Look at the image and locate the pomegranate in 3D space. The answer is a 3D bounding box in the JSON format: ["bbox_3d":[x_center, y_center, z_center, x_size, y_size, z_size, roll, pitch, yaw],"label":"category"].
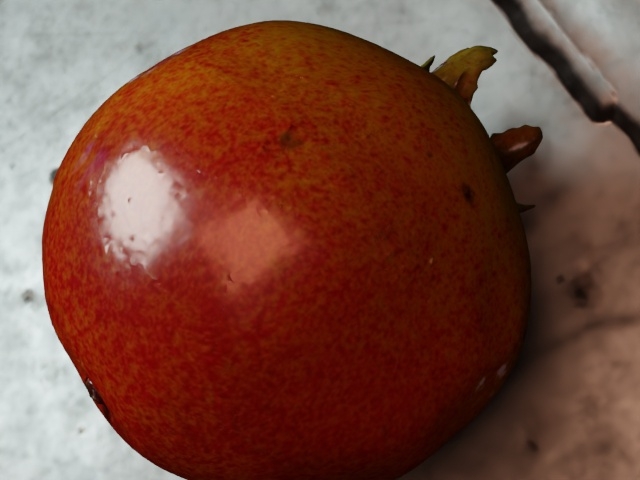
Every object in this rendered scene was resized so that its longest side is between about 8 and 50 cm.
[{"bbox_3d":[0.000,0.000,0.653,0.221,0.221,0.256,34,61,27],"label":"pomegranate"}]
